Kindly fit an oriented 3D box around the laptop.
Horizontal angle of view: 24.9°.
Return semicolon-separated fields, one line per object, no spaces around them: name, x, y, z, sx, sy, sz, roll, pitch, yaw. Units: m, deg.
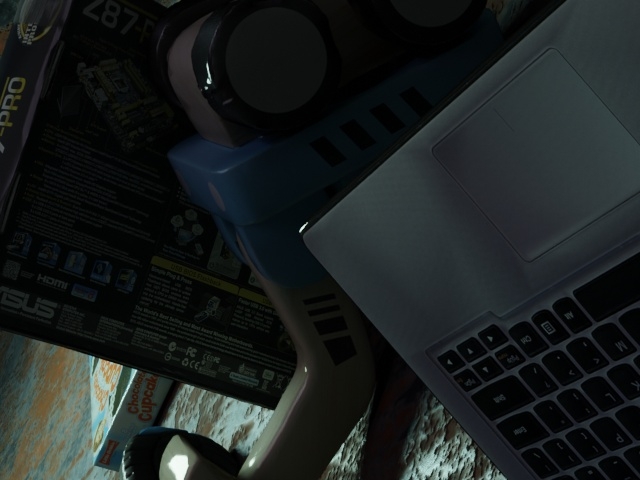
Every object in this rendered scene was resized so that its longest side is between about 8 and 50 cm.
laptop;0.133;0.136;0.653;0.236;0.408;0.382;-41;0;-34

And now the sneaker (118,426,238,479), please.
sneaker;-0.154;0.313;1.461;0.341;0.125;0.139;-100;25;-63

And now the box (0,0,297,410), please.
box;-0.139;-0.034;1.349;0.097;0.395;0.318;13;83;46

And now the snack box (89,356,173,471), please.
snack box;-0.265;0.162;2.036;0.187;0.060;0.322;-64;19;19

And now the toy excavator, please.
toy excavator;0.000;0.000;1.216;0.433;0.445;0.222;-31;16;-14
